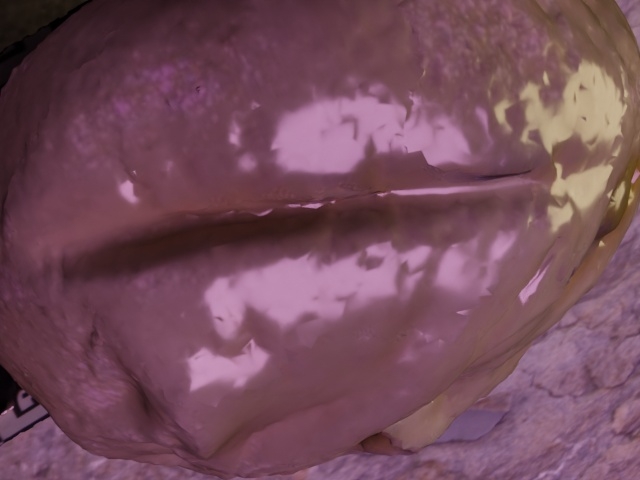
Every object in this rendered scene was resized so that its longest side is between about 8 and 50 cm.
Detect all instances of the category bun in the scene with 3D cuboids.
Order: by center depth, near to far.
[{"bbox_3d":[0.000,0.000,0.850,0.365,0.219,0.365,-20,163,-6],"label":"bun"}]

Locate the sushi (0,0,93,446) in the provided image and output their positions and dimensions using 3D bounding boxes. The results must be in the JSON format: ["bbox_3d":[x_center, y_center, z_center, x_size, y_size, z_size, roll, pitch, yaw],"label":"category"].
[{"bbox_3d":[-0.207,0.006,0.973,0.359,0.064,0.343,-31,151,-12],"label":"sushi"}]
